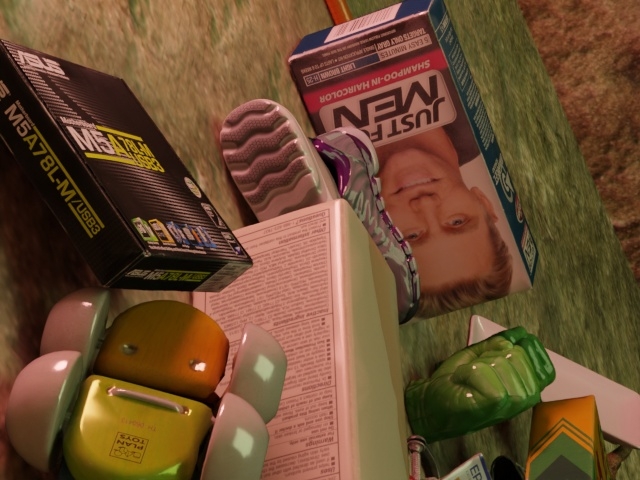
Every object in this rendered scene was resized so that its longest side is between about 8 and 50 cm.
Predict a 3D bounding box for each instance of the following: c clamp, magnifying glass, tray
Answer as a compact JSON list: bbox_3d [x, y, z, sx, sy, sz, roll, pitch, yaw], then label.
[{"bbox_3d":[0.112,0.274,1.713,0.161,0.022,0.137,-85,152,-50],"label":"c clamp"},{"bbox_3d":[0.044,-0.241,2.005,0.092,0.026,0.231,-67,138,-64],"label":"magnifying glass"},{"bbox_3d":[0.319,0.201,2.174,0.270,0.030,0.145,26,28,-4],"label":"tray"}]

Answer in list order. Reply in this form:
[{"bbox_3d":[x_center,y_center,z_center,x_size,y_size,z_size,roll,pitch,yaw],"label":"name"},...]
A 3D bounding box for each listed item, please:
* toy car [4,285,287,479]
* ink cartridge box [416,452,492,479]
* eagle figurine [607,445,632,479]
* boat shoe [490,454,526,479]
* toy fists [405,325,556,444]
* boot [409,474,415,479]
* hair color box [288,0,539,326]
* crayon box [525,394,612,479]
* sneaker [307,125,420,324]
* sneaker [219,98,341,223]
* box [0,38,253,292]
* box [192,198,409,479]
[{"bbox_3d":[-0.113,0.123,1.009,0.182,0.159,0.136,-77,-178,-59],"label":"toy car"},{"bbox_3d":[0.088,0.328,1.352,0.224,0.045,0.223,-29,105,-35],"label":"ink cartridge box"},{"bbox_3d":[0.358,0.438,2.118,0.226,0.225,0.298,-2,109,-33],"label":"eagle figurine"},{"bbox_3d":[0.249,0.369,1.965,0.070,0.078,0.219,55,16,-46],"label":"boat shoe"},{"bbox_3d":[0.196,0.164,1.877,0.279,0.142,0.096,-13,86,-73],"label":"toy fists"},{"bbox_3d":[0.070,0.287,1.499,0.244,0.088,0.176,36,26,-52],"label":"boot"},{"bbox_3d":[0.112,-0.090,1.808,0.105,0.174,0.347,-65,134,-65],"label":"hair color box"},{"bbox_3d":[0.297,0.316,1.833,0.318,0.081,0.202,-66,143,-67],"label":"crayon box"},{"bbox_3d":[0.030,-0.010,1.684,0.098,0.083,0.224,-13,81,-52],"label":"sneaker"},{"bbox_3d":[0.000,0.000,1.491,0.115,0.105,0.281,-7,79,-72],"label":"sneaker"},{"bbox_3d":[-0.144,-0.047,1.100,0.184,0.045,0.190,56,14,14],"label":"box"},{"bbox_3d":[-0.016,0.134,1.249,0.121,0.148,0.311,55,26,-45],"label":"box"}]
